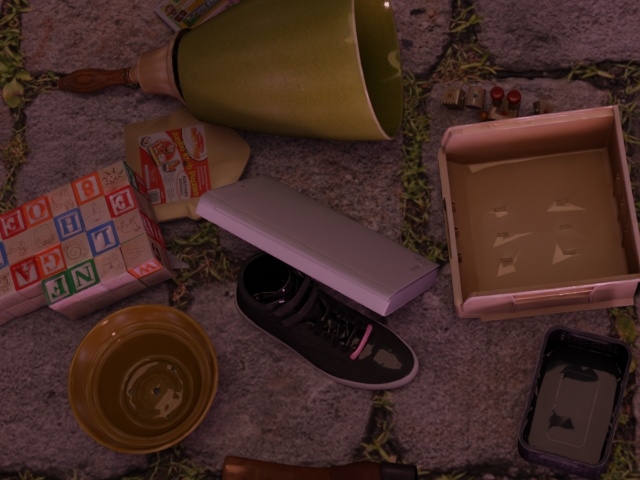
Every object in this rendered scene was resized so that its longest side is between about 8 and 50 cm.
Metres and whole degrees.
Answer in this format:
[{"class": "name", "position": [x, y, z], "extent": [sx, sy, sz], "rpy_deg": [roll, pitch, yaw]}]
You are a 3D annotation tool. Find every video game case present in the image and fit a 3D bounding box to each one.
[{"class": "video game case", "position": [-0.129, -0.379, 2.117], "extent": [0.212, 0.023, 0.193], "rpy_deg": [-43, 70, -8]}]

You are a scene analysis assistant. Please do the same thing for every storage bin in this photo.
[{"class": "storage bin", "position": [0.307, -0.035, 1.869], "extent": [0.260, 0.123, 0.262], "rpy_deg": [-7, 69, 5]}, {"class": "storage bin", "position": [0.345, 0.220, 1.788], "extent": [0.122, 0.084, 0.180], "rpy_deg": [14, 73, 13]}]

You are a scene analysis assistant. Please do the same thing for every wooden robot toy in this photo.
[{"class": "wooden robot toy", "position": [0.261, -0.183, 1.964], "extent": [0.173, 0.076, 0.079], "rpy_deg": [12, 82, 13]}]

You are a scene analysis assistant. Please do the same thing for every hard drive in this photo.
[{"class": "hard drive", "position": [0.000, 0.000, 1.868], "extent": [0.307, 0.203, 0.040], "rpy_deg": [28, 111, 17]}]

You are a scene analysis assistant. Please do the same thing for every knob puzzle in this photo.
[{"class": "knob puzzle", "position": [-0.199, -0.115, 2.022], "extent": [0.213, 0.030, 0.213], "rpy_deg": [-3, 68, 8]}]

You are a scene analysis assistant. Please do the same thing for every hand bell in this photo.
[{"class": "hand bell", "position": [-0.306, -0.257, 2.066], "extent": [0.242, 0.126, 0.126], "rpy_deg": [-4, 68, 24]}]

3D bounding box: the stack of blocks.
[{"class": "stack of blocks", "position": [-0.386, 0.026, 1.946], "extent": [0.297, 0.087, 0.171], "rpy_deg": [-23, 68, 6]}]

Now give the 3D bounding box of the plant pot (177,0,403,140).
[{"class": "plant pot", "position": [-0.051, -0.264, 1.953], "extent": [0.293, 0.275, 0.275], "rpy_deg": [-7, 68, 17]}]

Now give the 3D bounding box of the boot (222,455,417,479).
[{"class": "boot", "position": [-0.014, 0.417, 1.758], "extent": [0.280, 0.096, 0.264], "rpy_deg": [-1, 70, 9]}]

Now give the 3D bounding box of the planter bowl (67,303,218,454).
[{"class": "planter bowl", "position": [-0.243, 0.206, 1.873], "extent": [0.217, 0.090, 0.217], "rpy_deg": [-3, 70, 7]}]

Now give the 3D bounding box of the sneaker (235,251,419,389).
[{"class": "sneaker", "position": [-0.001, 0.114, 1.844], "extent": [0.295, 0.147, 0.105], "rpy_deg": [26, 73, 15]}]
